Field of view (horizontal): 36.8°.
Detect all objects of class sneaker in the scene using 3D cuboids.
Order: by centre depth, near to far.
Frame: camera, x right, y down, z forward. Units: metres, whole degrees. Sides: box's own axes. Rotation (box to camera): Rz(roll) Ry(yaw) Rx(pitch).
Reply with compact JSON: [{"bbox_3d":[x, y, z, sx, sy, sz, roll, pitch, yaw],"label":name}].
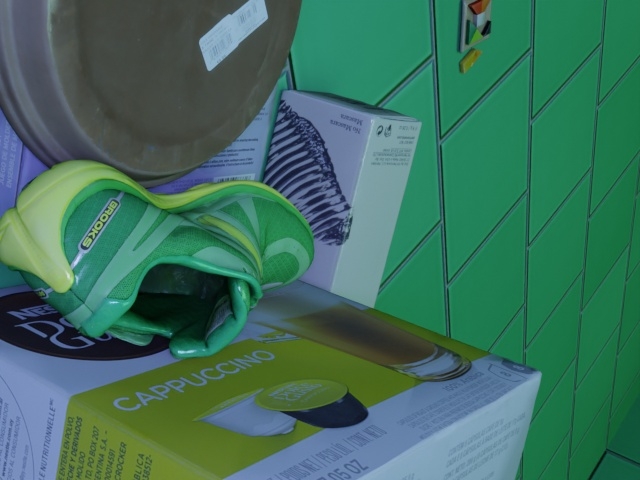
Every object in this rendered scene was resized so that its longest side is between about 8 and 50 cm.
[{"bbox_3d":[-0.089,0.025,0.649,0.109,0.123,0.295,-44,160,21],"label":"sneaker"}]

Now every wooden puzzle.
[{"bbox_3d":[0.190,-0.266,1.159,0.078,0.014,0.116,-43,141,-36],"label":"wooden puzzle"}]

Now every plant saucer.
[{"bbox_3d":[-0.095,-0.161,0.626,0.278,0.041,0.278,-35,135,-44],"label":"plant saucer"}]

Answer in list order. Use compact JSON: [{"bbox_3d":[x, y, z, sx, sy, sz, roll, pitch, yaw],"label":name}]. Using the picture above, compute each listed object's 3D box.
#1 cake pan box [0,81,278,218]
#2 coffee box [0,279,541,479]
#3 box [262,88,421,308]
[{"bbox_3d":[-0.124,-0.122,0.706,0.266,0.070,0.246,-13,121,-54],"label":"cake pan box"},{"bbox_3d":[-0.086,0.226,0.717,0.337,0.334,0.338,-9,114,-55],"label":"coffee box"},{"bbox_3d":[0.000,0.000,0.933,0.094,0.113,0.275,-6,112,-56],"label":"box"}]
